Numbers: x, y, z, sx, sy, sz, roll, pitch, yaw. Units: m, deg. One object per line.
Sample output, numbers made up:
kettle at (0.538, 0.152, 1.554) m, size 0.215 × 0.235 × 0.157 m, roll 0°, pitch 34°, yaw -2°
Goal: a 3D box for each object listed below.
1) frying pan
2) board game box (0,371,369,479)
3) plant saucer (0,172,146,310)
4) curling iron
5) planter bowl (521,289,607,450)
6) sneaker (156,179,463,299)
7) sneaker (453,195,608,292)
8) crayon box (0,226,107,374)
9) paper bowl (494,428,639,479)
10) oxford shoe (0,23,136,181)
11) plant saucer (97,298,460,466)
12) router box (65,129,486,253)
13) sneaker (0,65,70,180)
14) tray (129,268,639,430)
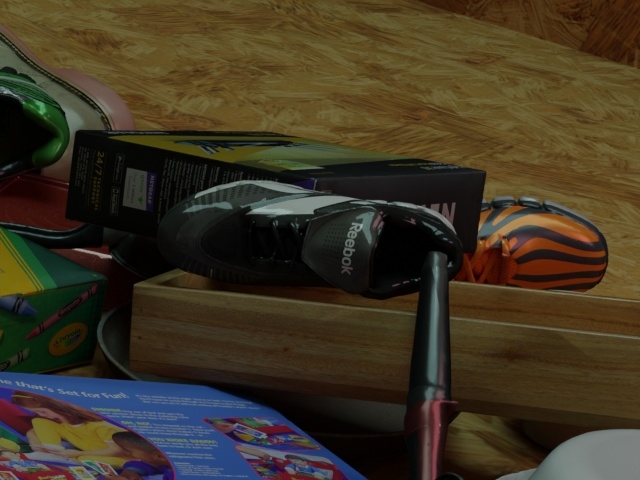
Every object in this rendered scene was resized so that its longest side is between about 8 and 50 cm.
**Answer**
frying pan at (-0.154, -0.003, 1.753) m, size 0.326 × 0.053 × 0.197 m, roll 17°, pitch 14°, yaw 11°
board game box at (-0.134, 0.165, 1.233) m, size 0.347 × 0.078 × 0.233 m, roll 8°, pitch 15°, yaw -38°
plant saucer at (-0.240, -0.006, 1.861) m, size 0.258 × 0.047 × 0.259 m, roll 12°, pitch 18°, yaw 6°
curling iron at (0.082, 0.113, 1.270) m, size 0.035 × 0.068 × 0.274 m, roll 37°, pitch 35°, yaw -29°
planter bowl at (0.229, 0.121, 1.631) m, size 0.162 × 0.109 × 0.162 m, roll 10°, pitch 16°, yaw -3°
sneaker at (0.000, 0.000, 1.399) m, size 0.234 × 0.078 × 0.106 m, roll 5°, pitch 4°, yaw -13°
sneaker at (0.122, 0.036, 1.864) m, size 0.321 × 0.124 × 0.180 m, roll 1°, pitch 20°, yaw 4°
crayon box at (-0.329, 0.056, 1.538) m, size 0.165 × 0.081 × 0.278 m, roll 23°, pitch 20°, yaw 33°
paper bowl at (0.229, 0.223, 1.239) m, size 0.284 × 0.148 × 0.284 m, roll 11°, pitch 15°, yaw -3°
oxford shoe at (-0.390, -0.159, 2.121) m, size 0.397 × 0.140 × 0.146 m, roll 20°, pitch 26°, yaw 34°
plant saucer at (-0.034, 0.116, 1.588) m, size 0.311 × 0.050 × 0.310 m, roll 10°, pitch 18°, yaw -3°
router box at (-0.032, -0.040, 1.672) m, size 0.243 × 0.081 × 0.309 m, roll 12°, pitch 9°, yaw 29°
sneaker at (-0.407, -0.107, 1.849) m, size 0.344 × 0.134 × 0.146 m, roll -12°, pitch 16°, yaw -25°
tray at (0.084, 0.076, 1.450) m, size 0.411 × 0.076 × 0.203 m, roll 5°, pitch 7°, yaw 13°
